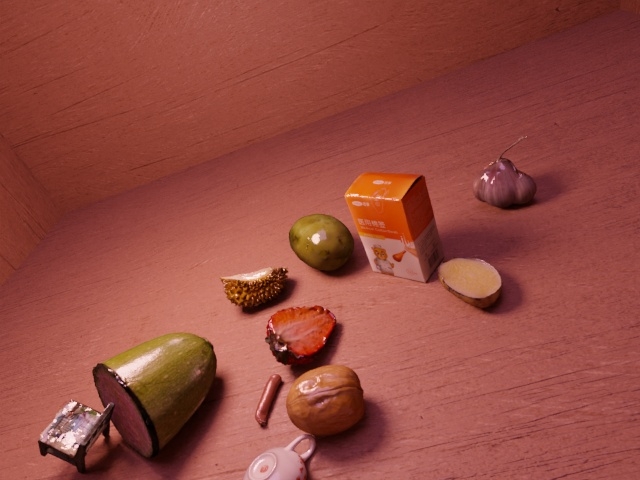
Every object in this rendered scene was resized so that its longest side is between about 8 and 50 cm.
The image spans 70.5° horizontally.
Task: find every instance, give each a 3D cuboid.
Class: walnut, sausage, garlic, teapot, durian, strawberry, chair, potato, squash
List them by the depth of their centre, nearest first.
[{"bbox_3d":[-0.101,0.552,1.064,0.245,0.116,0.159,-35,11,-27],"label":"teapot"},{"bbox_3d":[0.013,0.404,1.144,0.197,0.165,0.165,-23,32,2],"label":"walnut"},{"bbox_3d":[-0.693,0.535,1.285,0.147,0.270,0.136,28,45,-2],"label":"chair"},{"bbox_3d":[-0.151,0.451,1.293,0.042,0.036,0.158,-19,31,29],"label":"sausage"},{"bbox_3d":[0.439,0.132,1.342,0.164,0.081,0.200,-24,34,-16],"label":"potato"},{"bbox_3d":[-0.458,0.422,1.358,0.310,0.310,0.309,7,25,39],"label":"squash"},{"bbox_3d":[-0.059,0.298,1.400,0.236,0.111,0.190,-20,54,-37],"label":"strawberry"},{"bbox_3d":[0.678,-0.237,1.634,0.207,0.207,0.256,27,95,51],"label":"garlic"},{"bbox_3d":[-0.226,0.171,1.667,0.250,0.183,0.138,-18,69,3],"label":"durian"},{"bbox_3d":[-0.001,0.003,1.696,0.216,0.216,0.304,-38,25,-21],"label":"potato"}]

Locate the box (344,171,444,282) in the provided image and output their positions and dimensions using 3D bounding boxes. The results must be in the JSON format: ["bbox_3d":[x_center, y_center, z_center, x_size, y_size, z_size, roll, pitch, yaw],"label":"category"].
[{"bbox_3d":[0.246,-0.048,1.478,0.225,0.341,0.143,10,45,42],"label":"box"}]
